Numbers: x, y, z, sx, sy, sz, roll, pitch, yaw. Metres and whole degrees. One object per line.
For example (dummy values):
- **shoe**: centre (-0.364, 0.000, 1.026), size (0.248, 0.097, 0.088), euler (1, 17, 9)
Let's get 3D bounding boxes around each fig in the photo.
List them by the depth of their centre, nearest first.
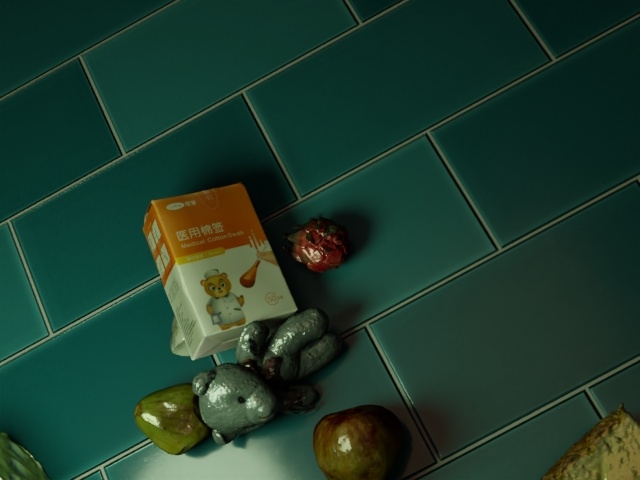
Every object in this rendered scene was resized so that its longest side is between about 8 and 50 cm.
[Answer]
- **fig**: centre (0.064, 0.467, 1.678), size (0.191, 0.191, 0.290), euler (13, 90, 15)
- **fig**: centre (-0.315, 0.379, 1.794), size (0.166, 0.154, 0.144), euler (13, 29, -18)

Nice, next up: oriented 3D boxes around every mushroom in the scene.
- **mushroom**: centre (-0.297, 0.146, 1.894), size (0.081, 0.092, 0.223), euler (-9, 63, 11)

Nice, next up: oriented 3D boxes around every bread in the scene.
- **bread**: centre (0.509, 0.473, 1.524), size (0.279, 0.279, 0.207), euler (-42, 72, -5)

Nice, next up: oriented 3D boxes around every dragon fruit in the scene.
- **dragon fruit**: centre (-0.003, 0.006, 1.858), size (0.142, 0.130, 0.121), euler (22, 84, 58)

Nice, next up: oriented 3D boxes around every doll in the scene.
- **doll**: centre (-0.100, 0.281, 1.734), size (0.340, 0.245, 0.158), euler (-28, 31, -5)

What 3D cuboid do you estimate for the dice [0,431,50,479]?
- **dice**: centre (-0.719, 0.559, 1.766), size (0.254, 0.252, 0.249), euler (-37, 70, -3)

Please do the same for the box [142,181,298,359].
- **box**: centre (-0.224, 0.057, 1.831), size (0.225, 0.143, 0.341), euler (-14, 66, -27)
